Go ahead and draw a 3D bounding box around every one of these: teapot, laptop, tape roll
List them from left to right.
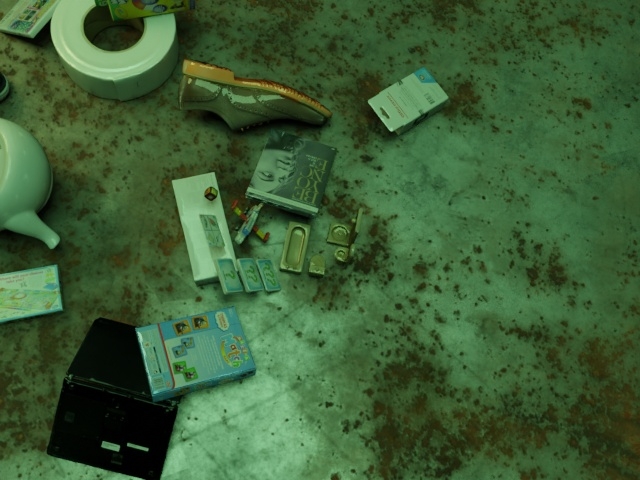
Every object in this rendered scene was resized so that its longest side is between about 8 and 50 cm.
[{"bbox_3d":[-0.664,-0.134,1.446,0.253,0.187,0.255,12,87,25],"label":"teapot"},{"bbox_3d":[-0.482,-0.479,1.618,0.286,0.100,0.286,2,71,-7],"label":"tape roll"},{"bbox_3d":[-0.401,0.325,1.410,0.234,0.136,0.264,15,96,-1],"label":"laptop"}]

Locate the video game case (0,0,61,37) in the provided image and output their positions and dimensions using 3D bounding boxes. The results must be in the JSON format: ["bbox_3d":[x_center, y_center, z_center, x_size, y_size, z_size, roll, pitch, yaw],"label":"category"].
[{"bbox_3d":[-0.681,-0.549,1.625,0.143,0.019,0.157,19,67,32],"label":"video game case"}]

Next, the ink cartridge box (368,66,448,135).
[{"bbox_3d":[0.208,-0.332,1.670,0.180,0.060,0.104,-32,79,-16],"label":"ink cartridge box"}]

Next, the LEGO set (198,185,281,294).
[{"bbox_3d":[-0.167,-0.007,1.471,0.182,0.060,0.244,2,62,-54],"label":"LEGO set"}]

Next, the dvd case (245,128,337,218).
[{"bbox_3d":[-0.063,-0.158,1.569,0.165,0.018,0.221,17,53,-1],"label":"dvd case"}]

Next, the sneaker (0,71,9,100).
[{"bbox_3d":[-0.842,-0.344,1.502,0.269,0.153,0.101,-21,75,-13],"label":"sneaker"}]

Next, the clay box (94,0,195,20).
[{"bbox_3d":[-0.399,-0.562,1.535,0.222,0.127,0.053,-14,73,-10],"label":"clay box"}]

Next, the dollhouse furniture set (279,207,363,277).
[{"bbox_3d":[0.000,0.000,1.504,0.151,0.123,0.144,12,71,-3],"label":"dollhouse furniture set"}]

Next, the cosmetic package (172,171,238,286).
[{"bbox_3d":[-0.255,-0.025,1.516,0.099,0.060,0.238,-13,74,-9],"label":"cosmetic package"}]

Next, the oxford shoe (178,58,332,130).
[{"bbox_3d":[-0.154,-0.318,1.613,0.364,0.130,0.132,14,104,-9],"label":"oxford shoe"}]

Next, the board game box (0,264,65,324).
[{"bbox_3d":[-0.628,0.116,1.444,0.154,0.026,0.103,-10,74,-10],"label":"board game box"}]

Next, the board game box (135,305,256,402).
[{"bbox_3d":[-0.256,0.229,1.403,0.212,0.039,0.160,-12,54,-19],"label":"board game box"}]
